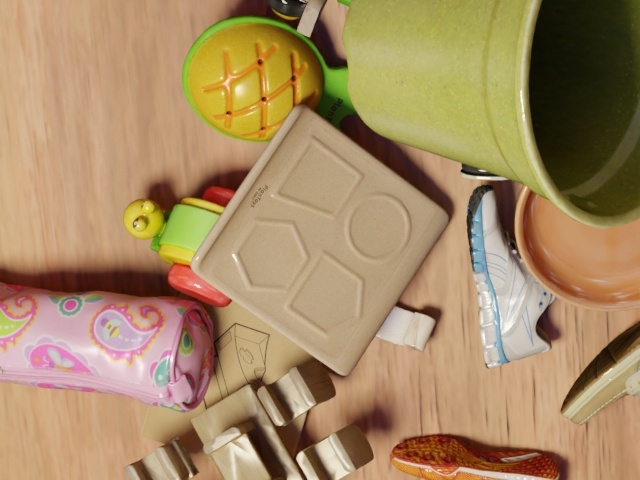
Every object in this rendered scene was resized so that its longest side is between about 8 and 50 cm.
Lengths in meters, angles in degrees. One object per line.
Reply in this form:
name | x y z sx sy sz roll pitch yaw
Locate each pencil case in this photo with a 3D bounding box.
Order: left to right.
pencil case | -0.253 0.106 1.815 0.284 0.124 0.124 5 108 16

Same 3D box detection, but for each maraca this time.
maraca | -0.045 -0.148 1.723 0.185 0.099 0.127 23 114 -23

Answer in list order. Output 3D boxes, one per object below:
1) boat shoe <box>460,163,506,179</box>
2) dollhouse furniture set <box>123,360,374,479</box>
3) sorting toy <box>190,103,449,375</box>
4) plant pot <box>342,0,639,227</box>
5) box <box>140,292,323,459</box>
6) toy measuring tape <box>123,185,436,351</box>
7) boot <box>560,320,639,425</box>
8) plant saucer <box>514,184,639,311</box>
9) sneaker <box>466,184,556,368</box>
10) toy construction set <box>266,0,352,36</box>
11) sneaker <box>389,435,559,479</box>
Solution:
boat shoe | 0.199 -0.083 1.713 0.133 0.049 0.042 -7 109 6
dollhouse furniture set | -0.036 0.268 1.829 0.212 0.161 0.242 -32 83 14
sorting toy | 0.000 0.000 1.716 0.208 0.038 0.193 37 82 -23
plant pot | 0.167 -0.164 1.574 0.254 0.276 0.276 11 112 44
box | -0.085 0.139 1.855 0.164 0.021 0.201 19 109 6
toy measuring tape | -0.043 0.029 1.757 0.330 0.121 0.121 22 110 4
boot | 0.358 0.150 1.738 0.213 0.077 0.165 -42 97 19
plant saucer | 0.283 -0.027 1.696 0.200 0.037 0.200 -1 118 -2
sneaker | 0.189 0.031 1.746 0.083 0.071 0.191 -8 113 7
toy construction set | -0.051 -0.289 1.584 0.237 0.309 0.257 32 118 -4
sneaker | 0.155 0.245 1.816 0.175 0.064 0.067 12 119 11
